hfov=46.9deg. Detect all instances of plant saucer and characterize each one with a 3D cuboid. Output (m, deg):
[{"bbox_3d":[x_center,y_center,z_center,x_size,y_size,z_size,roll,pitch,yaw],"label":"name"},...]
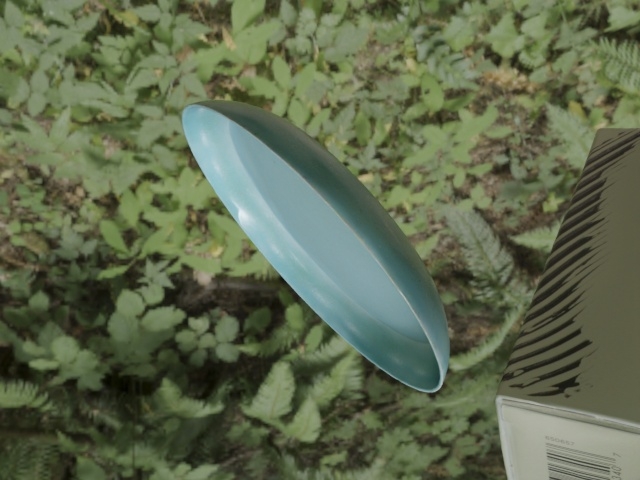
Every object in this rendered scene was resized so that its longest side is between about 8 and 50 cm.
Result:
[{"bbox_3d":[0.000,0.000,0.639,0.043,0.317,0.318,-42,158,-15],"label":"plant saucer"}]

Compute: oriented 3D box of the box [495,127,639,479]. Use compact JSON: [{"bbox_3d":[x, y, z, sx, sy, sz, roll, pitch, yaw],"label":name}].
[{"bbox_3d":[0.202,0.043,0.482,0.094,0.275,0.113,6,131,29],"label":"box"}]
